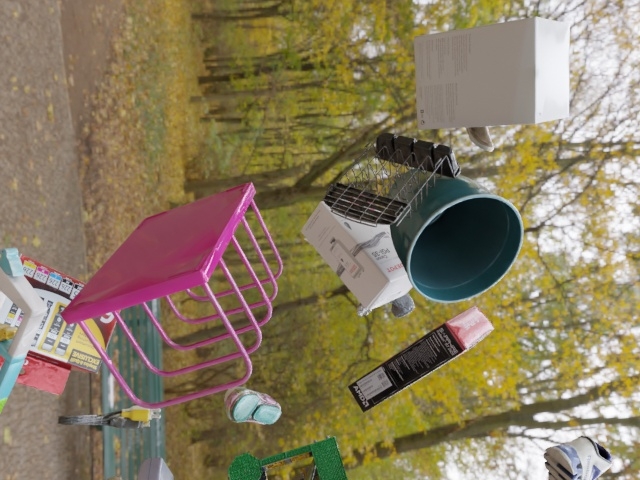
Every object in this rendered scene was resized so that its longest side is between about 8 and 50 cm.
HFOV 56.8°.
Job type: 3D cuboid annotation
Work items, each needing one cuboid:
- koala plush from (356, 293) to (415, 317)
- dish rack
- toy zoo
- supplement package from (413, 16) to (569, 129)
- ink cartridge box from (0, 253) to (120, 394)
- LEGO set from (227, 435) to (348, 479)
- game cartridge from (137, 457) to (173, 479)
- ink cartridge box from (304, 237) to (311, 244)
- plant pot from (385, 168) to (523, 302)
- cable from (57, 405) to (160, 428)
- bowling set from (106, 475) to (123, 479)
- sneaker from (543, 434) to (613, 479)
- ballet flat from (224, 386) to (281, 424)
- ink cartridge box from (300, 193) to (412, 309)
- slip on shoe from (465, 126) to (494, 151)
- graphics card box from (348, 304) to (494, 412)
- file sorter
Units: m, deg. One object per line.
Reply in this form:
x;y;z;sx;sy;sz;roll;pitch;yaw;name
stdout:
0.202;0.156;2.001;0.196;0.203;0.221;-67;-170;-29;koala plush
0.146;-0.123;1.259;0.208;0.271;0.074;20;-34;35;dish rack
-0.538;0.134;0.939;0.293;0.192;0.030;-60;161;15;toy zoo
0.364;-0.346;1.258;0.262;0.198;0.199;6;-74;40;supplement package
-0.690;0.221;1.473;0.309;0.130;0.272;37;58;-45;ink cartridge box
-0.027;0.527;1.082;0.192;0.254;0.331;83;-19;-58;LEGO set
-0.359;0.635;1.267;0.198;0.062;0.297;85;-1;-53;game cartridge
0.000;0.000;1.654;0.083;0.048;0.028;36;-49;26;ink cartridge box
0.277;-0.042;1.361;0.255;0.271;0.272;-117;-156;-54;plant pot
-0.627;0.515;1.759;0.139;0.287;0.072;-16;-116;61;cable
-0.521;0.651;1.350;0.200;0.287;0.154;53;18;-65;bowling set
0.724;0.658;1.657;0.127;0.182;0.316;47;-28;49;sneaker
-0.159;0.351;1.281;0.079;0.077;0.221;34;-5;30;ballet flat
0.119;0.022;1.559;0.283;0.207;0.117;50;-54;20;ink cartridge box
0.381;-0.265;1.416;0.135;0.051;0.041;-103;-150;-45;slip on shoe
0.275;0.325;1.630;0.371;0.232;0.094;-42;-106;31;graphics card box
-0.184;0.074;0.871;0.291;0.202;0.182;-77;146;-63;file sorter
